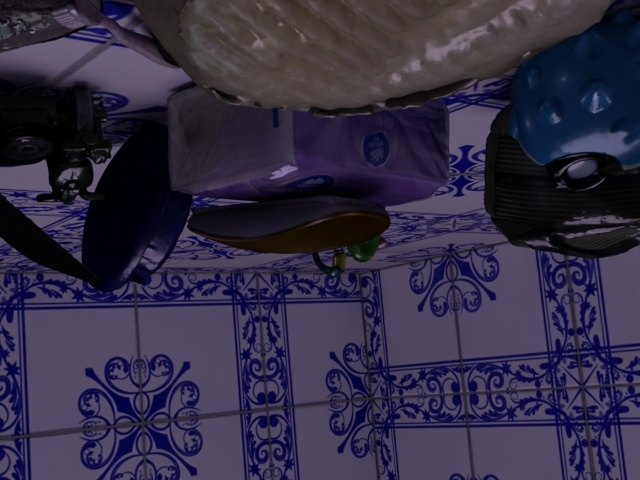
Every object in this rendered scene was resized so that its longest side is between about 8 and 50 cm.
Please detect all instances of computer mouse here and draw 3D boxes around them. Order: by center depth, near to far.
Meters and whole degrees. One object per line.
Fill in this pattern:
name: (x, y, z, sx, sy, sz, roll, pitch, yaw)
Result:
computer mouse: (-0.049, -0.018, 1.308, 0.310, 0.072, 0.158, -2, 174, 41)

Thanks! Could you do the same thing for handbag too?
handbag: (0.401, -0.102, 1.342, 0.341, 0.247, 0.240, -3, -174, 11)

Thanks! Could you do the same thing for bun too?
bun: (0.044, -0.229, 0.549, 0.360, 0.211, 0.359, -12, 164, -4)

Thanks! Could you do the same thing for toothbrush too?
toothbrush: (-0.204, -0.212, 0.995, 0.030, 0.025, 0.307, -14, 178, 11)

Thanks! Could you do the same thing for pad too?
pad: (-0.409, -0.079, 1.169, 0.315, 0.063, 0.375, 14, 154, 46)

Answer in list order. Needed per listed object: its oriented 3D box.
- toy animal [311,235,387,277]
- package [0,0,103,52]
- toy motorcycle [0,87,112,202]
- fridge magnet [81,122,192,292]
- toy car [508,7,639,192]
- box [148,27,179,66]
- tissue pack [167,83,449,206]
toy animal: (0.000, 0.000, 1.427, 0.208, 0.103, 0.100, 9, 176, 36)
package: (-0.262, -0.230, 0.839, 0.154, 0.030, 0.239, -16, 172, -19)
toy motorcycle: (-0.386, -0.126, 1.258, 0.205, 0.127, 0.275, -5, 169, -24)
fridge magnet: (-0.275, -0.048, 1.399, 0.113, 0.265, 0.265, 21, 159, -29)
toy car: (0.351, -0.184, 1.125, 0.255, 0.188, 0.190, -10, 145, 6)
box: (-0.081, -0.233, 0.989, 0.201, 0.042, 0.212, -5, 171, 2)
tissue pack: (-0.007, -0.131, 1.308, 0.242, 0.160, 0.338, -7, 172, 43)
